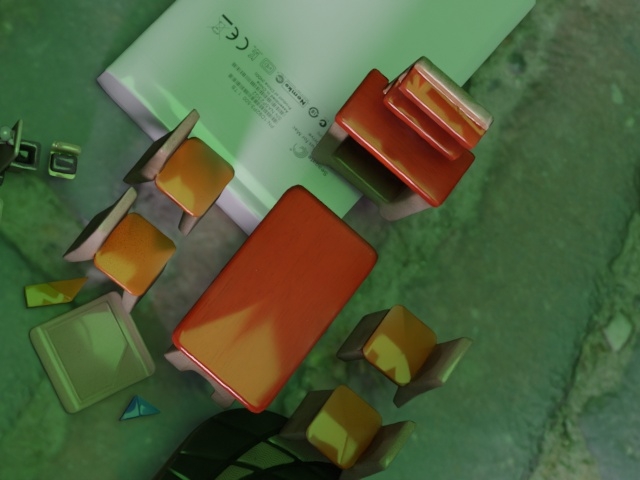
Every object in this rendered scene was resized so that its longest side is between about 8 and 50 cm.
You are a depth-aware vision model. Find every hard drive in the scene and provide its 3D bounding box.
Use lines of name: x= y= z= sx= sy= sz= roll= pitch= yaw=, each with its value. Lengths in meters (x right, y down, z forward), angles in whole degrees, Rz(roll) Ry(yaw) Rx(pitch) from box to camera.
hard drive: x=0.004 y=-0.155 z=1.478 sx=0.203 sy=0.040 sz=0.307 roll=45 pitch=66 yaw=-7

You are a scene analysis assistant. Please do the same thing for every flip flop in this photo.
flip flop: x=-0.087 y=0.214 z=1.331 sx=0.112 sy=0.080 sz=0.277 roll=40 pitch=48 yaw=6

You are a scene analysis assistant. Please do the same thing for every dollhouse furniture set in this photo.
dollhouse furniture set: x=0.000 y=0.000 z=1.342 sx=0.262 sy=0.135 sz=0.259 roll=40 pitch=66 yaw=-7
dollhouse furniture set: x=-0.212 y=-0.026 z=1.338 sx=0.091 sy=0.081 sz=0.114 roll=11 pitch=74 yaw=-19

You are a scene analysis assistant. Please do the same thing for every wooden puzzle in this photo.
wooden puzzle: x=-0.163 y=0.079 z=1.374 sx=0.078 sy=0.014 sz=0.116 roll=-18 pitch=85 yaw=-20
